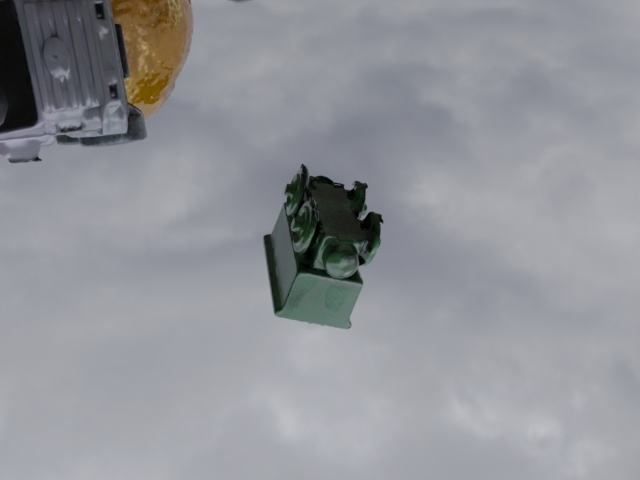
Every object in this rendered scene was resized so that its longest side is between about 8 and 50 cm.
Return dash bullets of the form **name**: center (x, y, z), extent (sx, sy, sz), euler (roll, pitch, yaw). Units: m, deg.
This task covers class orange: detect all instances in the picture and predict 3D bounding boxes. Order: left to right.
- **orange**: center (-0.332, -0.294, 1.022), extent (0.293, 0.340, 0.340), euler (29, -165, -40)

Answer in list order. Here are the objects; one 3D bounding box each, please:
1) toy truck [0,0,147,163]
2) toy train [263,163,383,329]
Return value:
- **toy truck**: center (-0.285, -0.162, 0.708), extent (0.178, 0.176, 0.363), euler (-15, -163, -27)
- **toy train**: center (0.000, 0.000, 1.239), extent (0.145, 0.201, 0.266), euler (13, -151, -17)
